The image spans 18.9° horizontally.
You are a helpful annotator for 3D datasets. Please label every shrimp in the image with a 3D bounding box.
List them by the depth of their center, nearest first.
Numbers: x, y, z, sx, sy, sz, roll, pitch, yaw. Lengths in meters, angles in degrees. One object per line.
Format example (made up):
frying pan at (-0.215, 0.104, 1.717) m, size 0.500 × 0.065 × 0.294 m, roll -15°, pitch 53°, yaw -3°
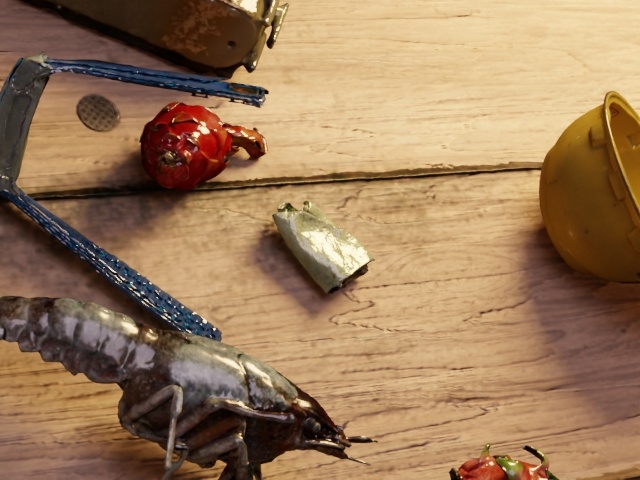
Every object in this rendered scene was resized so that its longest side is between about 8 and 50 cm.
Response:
shrimp at (-0.151, 0.152, 1.834) m, size 0.410 × 0.166 × 0.221 m, roll 31°, pitch 23°, yaw -13°

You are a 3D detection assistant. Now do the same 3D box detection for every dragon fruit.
dragon fruit at (0.213, 0.314, 1.941) m, size 0.236 × 0.135 × 0.137 m, roll 57°, pitch 44°, yaw -8°
dragon fruit at (-0.128, -0.103, 2.063) m, size 0.094 × 0.094 × 0.190 m, roll 55°, pitch 30°, yaw 12°

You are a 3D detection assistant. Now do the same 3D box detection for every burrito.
burrito at (-0.002, 0.002, 2.075) m, size 0.118 × 0.044 × 0.074 m, roll 46°, pitch 48°, yaw 3°

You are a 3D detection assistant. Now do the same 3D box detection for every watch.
watch at (-0.211, -0.046, 1.949) m, size 0.274 × 0.068 × 0.276 m, roll 11°, pitch 94°, yaw -6°

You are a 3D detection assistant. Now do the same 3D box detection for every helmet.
helmet at (0.330, -0.033, 2.217) m, size 0.205 × 0.140 × 0.257 m, roll 1°, pitch 68°, yaw -65°

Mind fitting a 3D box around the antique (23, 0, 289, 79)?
antique at (-0.177, -0.286, 2.114) m, size 0.284 × 0.125 × 0.150 m, roll 28°, pitch 51°, yaw -10°
